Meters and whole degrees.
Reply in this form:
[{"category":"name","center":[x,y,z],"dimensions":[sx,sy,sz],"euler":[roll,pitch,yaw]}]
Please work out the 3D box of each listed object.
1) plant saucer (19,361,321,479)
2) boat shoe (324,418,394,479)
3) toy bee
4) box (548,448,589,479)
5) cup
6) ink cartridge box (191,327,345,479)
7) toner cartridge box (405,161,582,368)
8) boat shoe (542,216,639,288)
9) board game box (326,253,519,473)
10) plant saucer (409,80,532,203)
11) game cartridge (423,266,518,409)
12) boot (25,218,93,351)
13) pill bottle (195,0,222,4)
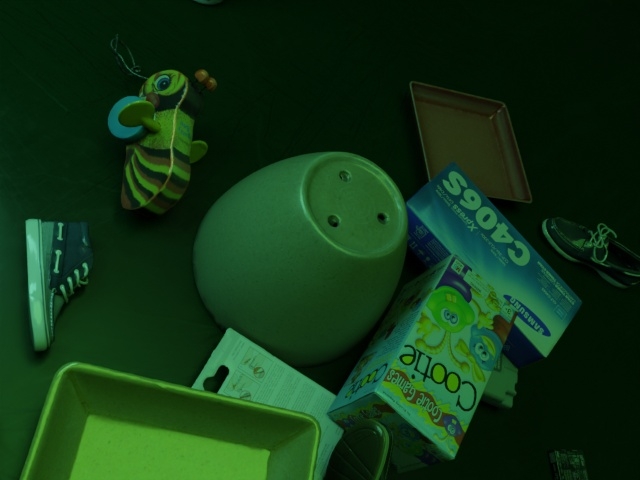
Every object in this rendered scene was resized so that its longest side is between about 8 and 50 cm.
[{"category":"plant saucer","center":[-0.189,0.343,0.776],"dimensions":[0.333,0.081,0.332],"euler":[16,66,-13]},{"category":"boat shoe","center":[0.050,0.340,0.889],"dimensions":[0.073,0.223,0.080],"euler":[10,14,-42]},{"category":"toy bee","center":[-0.237,-0.193,0.998],"dimensions":[0.195,0.162,0.298],"euler":[-27,103,-72]},{"category":"box","center":[0.434,0.407,1.143],"dimensions":[0.067,0.018,0.083],"euler":[9,61,-24]},{"category":"cup","center":[0.000,0.000,0.995],"dimensions":[0.331,0.237,0.331],"euler":[12,60,-22]},{"category":"ink cartridge box","center":[-0.083,0.259,0.932],"dimensions":[0.225,0.056,0.181],"euler":[32,54,-3]},{"category":"toner cartridge box","center":[0.292,0.039,1.167],"dimensions":[0.348,0.075,0.165],"euler":[48,54,3]},{"category":"boat shoe","center":[0.587,0.018,1.395],"dimensions":[0.254,0.079,0.095],"euler":[34,54,-8]},{"category":"board game box","center":[0.157,0.179,0.976],"dimensions":[0.142,0.144,0.275],"euler":[41,53,-4]},{"category":"plant saucer","center":[0.303,-0.195,1.378],"dimensions":[0.258,0.048,0.259],"euler":[6,63,-26]},{"category":"game cartridge","center":[0.266,0.133,1.181],"dimensions":[0.196,0.060,0.294],"euler":[27,55,-17]},{"category":"boot","center":[-0.347,0.053,0.884],"dimensions":[0.086,0.069,0.190],"euler":[-1,64,-25]},{"category":"pill bottle","center":[-0.192,-0.538,1.206],"dimensions":[0.108,0.193,0.108],"euler":[12,60,-22]}]
